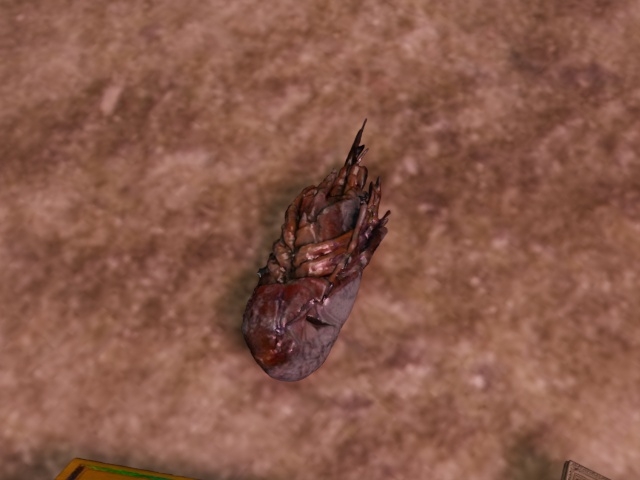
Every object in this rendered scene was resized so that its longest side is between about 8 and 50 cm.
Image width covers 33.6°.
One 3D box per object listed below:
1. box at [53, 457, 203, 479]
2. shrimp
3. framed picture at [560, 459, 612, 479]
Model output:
[{"bbox_3d":[-0.036,0.221,0.613,0.301,0.193,0.084,9,102,5],"label":"box"},{"bbox_3d":[0.000,0.000,0.799,0.090,0.079,0.233,-8,51,40],"label":"shrimp"},{"bbox_3d":[0.195,0.272,0.646,0.173,0.010,0.231,26,63,-17],"label":"framed picture"}]
